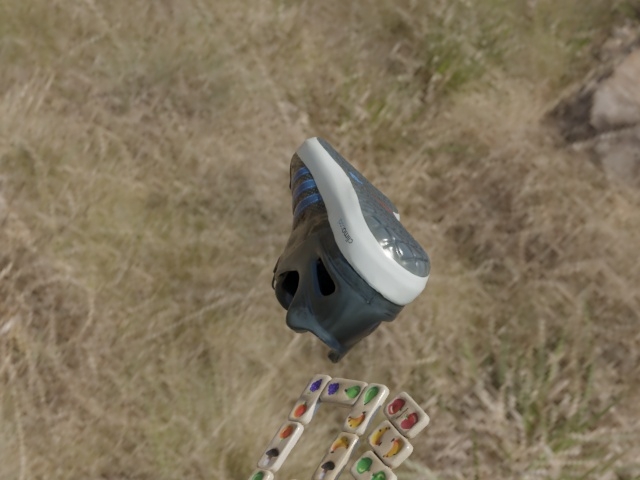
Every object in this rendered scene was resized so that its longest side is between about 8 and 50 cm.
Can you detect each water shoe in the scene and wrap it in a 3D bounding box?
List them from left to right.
[{"bbox_3d":[0.000,0.000,0.738,0.073,0.080,0.203,42,7,-15],"label":"water shoe"}]

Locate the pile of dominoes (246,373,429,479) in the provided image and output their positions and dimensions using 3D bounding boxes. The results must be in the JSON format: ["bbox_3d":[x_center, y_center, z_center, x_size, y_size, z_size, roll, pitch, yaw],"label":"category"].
[{"bbox_3d":[-0.017,0.224,1.236,0.040,0.196,0.251,47,62,-28],"label":"pile of dominoes"}]
